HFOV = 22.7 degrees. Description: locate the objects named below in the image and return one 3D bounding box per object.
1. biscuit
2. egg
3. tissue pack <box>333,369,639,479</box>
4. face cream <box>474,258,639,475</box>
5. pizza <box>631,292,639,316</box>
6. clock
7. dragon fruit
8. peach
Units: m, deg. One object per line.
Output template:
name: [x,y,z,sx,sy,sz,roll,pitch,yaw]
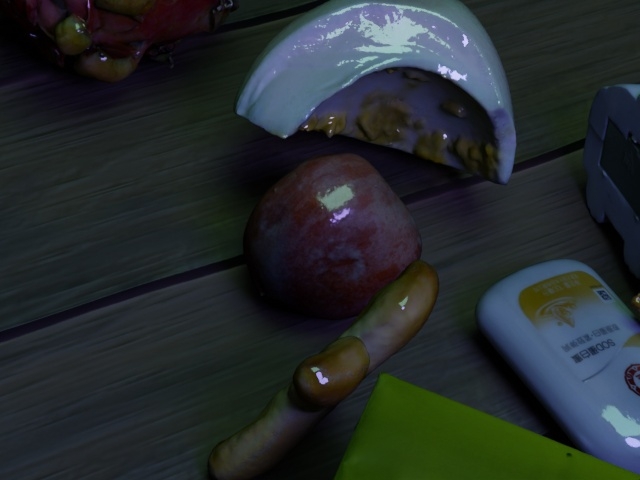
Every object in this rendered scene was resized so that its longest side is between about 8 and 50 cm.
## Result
biscuit: [0.003,0.110,1.249,0.047,0.208,0.164,45,51,3]
egg: [0.062,-0.165,1.496,0.271,0.161,0.206,14,13,-15]
tissue pack: [0.125,0.254,1.168,0.275,0.167,0.200,22,46,5]
face cream: [0.261,0.138,1.379,0.144,0.071,0.291,-14,53,-32]
pizza: [0.348,0.064,1.404,0.161,0.062,0.182,8,73,-12]
clock: [0.400,-0.070,1.535,0.254,0.189,0.189,-4,49,-19]
dragon fruit: [-0.199,-0.282,1.539,0.269,0.250,0.291,34,40,-8]
peach: [0.000,0.000,1.410,0.152,0.152,0.152,8,46,-8]
